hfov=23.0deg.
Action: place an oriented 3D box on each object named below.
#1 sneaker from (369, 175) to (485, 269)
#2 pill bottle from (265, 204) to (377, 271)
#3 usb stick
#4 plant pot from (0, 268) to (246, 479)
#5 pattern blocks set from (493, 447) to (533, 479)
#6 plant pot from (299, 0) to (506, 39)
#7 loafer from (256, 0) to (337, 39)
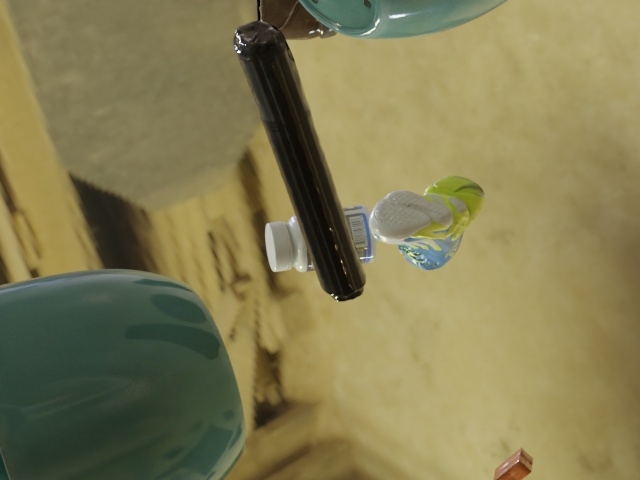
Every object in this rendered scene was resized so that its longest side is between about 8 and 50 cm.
[{"bbox_3d":[0.136,-0.003,2.086,0.091,0.240,0.126,32,119,28],"label":"sneaker"},{"bbox_3d":[0.000,0.000,2.075,0.078,0.137,0.078,172,90,-80],"label":"pill bottle"},{"bbox_3d":[-0.017,-0.069,1.417,0.077,0.045,0.278,-127,14,-58],"label":"usb stick"},{"bbox_3d":[-0.211,0.158,1.507,0.293,0.235,0.293,54,155,40],"label":"plant pot"},{"bbox_3d":[0.105,0.309,1.509,0.026,0.285,0.325,42,154,1],"label":"pattern blocks set"},{"bbox_3d":[0.070,-0.323,1.651,0.290,0.195,0.290,33,151,21],"label":"plant pot"},{"bbox_3d":[-0.087,-0.426,2.070,0.134,0.130,0.366,-132,22,-83],"label":"loafer"}]
